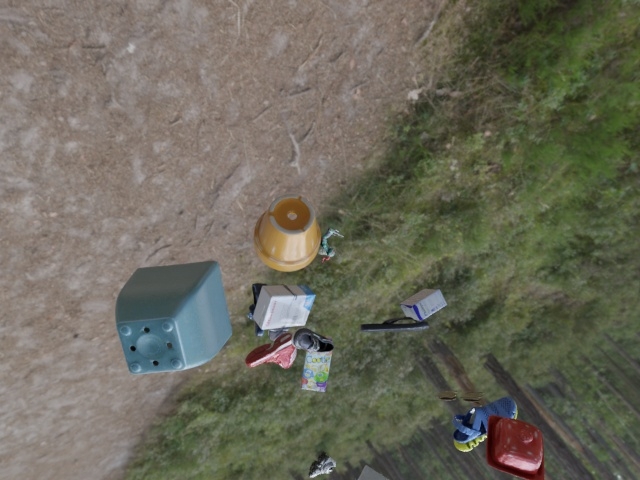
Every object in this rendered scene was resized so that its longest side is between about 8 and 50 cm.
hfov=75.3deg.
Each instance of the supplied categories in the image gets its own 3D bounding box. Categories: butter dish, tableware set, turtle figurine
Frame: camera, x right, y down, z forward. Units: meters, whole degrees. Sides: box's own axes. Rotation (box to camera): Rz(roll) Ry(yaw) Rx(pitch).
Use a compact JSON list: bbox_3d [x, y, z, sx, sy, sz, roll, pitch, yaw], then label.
[{"bbox_3d":[0.568,0.574,1.183,0.118,0.160,0.160,89,19,-45],"label":"butter dish"},{"bbox_3d":[0.617,0.700,1.839,0.194,0.039,0.128,-9,170,30],"label":"tableware set"},{"bbox_3d":[0.000,0.000,1.845,0.118,0.234,0.175,-56,-177,-35],"label":"turtle figurine"}]

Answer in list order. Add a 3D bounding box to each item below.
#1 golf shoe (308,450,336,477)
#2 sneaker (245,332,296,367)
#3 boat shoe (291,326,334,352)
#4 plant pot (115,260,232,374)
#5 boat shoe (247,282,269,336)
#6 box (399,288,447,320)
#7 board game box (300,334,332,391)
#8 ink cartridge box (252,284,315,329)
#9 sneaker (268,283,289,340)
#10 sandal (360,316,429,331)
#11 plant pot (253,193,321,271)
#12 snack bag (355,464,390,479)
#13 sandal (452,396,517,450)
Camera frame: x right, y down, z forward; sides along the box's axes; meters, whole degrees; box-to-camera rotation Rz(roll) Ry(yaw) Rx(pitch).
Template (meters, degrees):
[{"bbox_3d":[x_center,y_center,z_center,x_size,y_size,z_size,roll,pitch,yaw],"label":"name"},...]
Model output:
[{"bbox_3d":[0.006,1.098,1.995,0.198,0.094,0.077,-61,-178,37],"label":"golf shoe"},{"bbox_3d":[-0.175,0.457,1.587,0.221,0.087,0.128,-22,110,-30],"label":"sneaker"},{"bbox_3d":[-0.022,0.350,1.438,0.206,0.065,0.075,33,69,-51],"label":"boat shoe"},{"bbox_3d":[-0.402,0.218,1.108,0.248,0.247,0.252,-6,-164,3],"label":"plant pot"},{"bbox_3d":[-0.297,0.321,1.929,0.089,0.258,0.109,13,140,-20],"label":"boat shoe"},{"bbox_3d":[0.414,0.258,1.679,0.137,0.072,0.126,-28,-179,-13],"label":"box"},{"bbox_3d":[-0.021,0.691,2.356,0.144,0.142,0.275,-91,-171,-76],"label":"board game box"},{"bbox_3d":[-0.131,0.237,1.499,0.191,0.082,0.139,5,114,-38],"label":"ink cartridge box"},{"bbox_3d":[-0.207,0.348,2.082,0.106,0.162,0.281,15,101,-29],"label":"sneaker"},{"bbox_3d":[0.272,0.309,1.543,0.255,0.054,0.097,-4,161,15],"label":"sandal"},{"bbox_3d":[-0.092,-0.035,1.211,0.205,0.205,0.188,-29,164,-19],"label":"plant pot"},{"bbox_3d":[0.296,1.237,1.956,0.342,0.323,0.037,-8,121,-68],"label":"snack bag"},{"bbox_3d":[0.692,0.765,1.774,0.317,0.138,0.126,-33,-166,-2],"label":"sandal"}]
